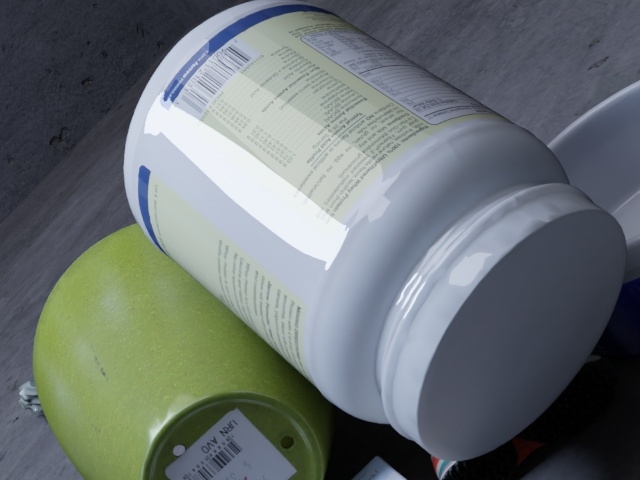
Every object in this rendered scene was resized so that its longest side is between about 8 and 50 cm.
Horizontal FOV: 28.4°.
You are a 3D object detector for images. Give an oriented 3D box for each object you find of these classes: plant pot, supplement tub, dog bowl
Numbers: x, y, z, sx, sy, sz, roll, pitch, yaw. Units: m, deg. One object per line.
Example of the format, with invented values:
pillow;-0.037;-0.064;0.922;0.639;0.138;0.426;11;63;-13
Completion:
plant pot;-0.099;0.142;1.058;0.275;0.274;0.293;-40;18;-2
supplement tub;0.033;-0.015;0.926;0.235;0.235;0.325;-43;53;-11
dog bowl;0.279;-0.031;1.028;0.265;0.104;0.265;-34;20;14

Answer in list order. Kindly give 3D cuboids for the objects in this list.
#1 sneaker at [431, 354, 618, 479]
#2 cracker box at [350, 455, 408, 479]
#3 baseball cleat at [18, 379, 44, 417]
sneaker;0.149;0.131;0.972;0.161;0.057;0.075;-40;25;6
cracker box;0.044;0.256;0.875;0.156;0.067;0.232;-42;20;-8
baseball cleat;-0.335;0.191;1.690;0.109;0.072;0.206;-42;22;-29
